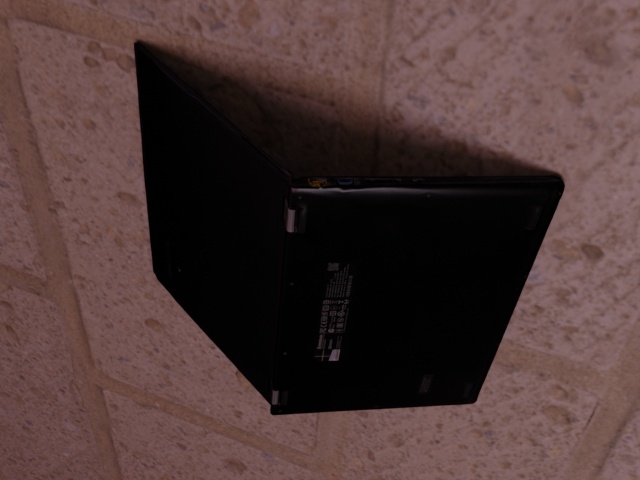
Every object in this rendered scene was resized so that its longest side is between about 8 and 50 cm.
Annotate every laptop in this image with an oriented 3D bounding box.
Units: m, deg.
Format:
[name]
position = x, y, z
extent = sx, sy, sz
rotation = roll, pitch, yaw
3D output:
[laptop]
position = 0.000, 0.000, 0.938
extent = 0.408, 0.236, 0.381
rotation = -1, 137, -8
